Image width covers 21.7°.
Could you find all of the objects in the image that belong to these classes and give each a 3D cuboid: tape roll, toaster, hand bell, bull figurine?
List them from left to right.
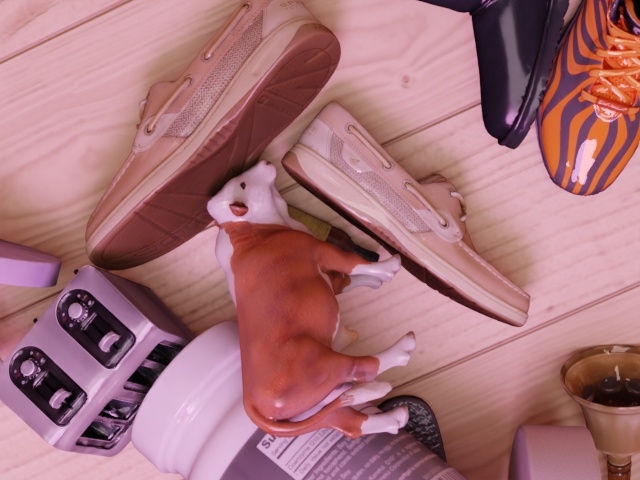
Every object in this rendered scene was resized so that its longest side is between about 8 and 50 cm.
[{"bbox_3d":[-0.226,0.128,1.725,0.110,0.186,0.168,42,93,20],"label":"toaster"},{"bbox_3d":[-0.014,0.061,1.645,0.188,0.310,0.101,3,144,-12],"label":"bull figurine"},{"bbox_3d":[0.229,0.377,1.665,0.072,0.392,0.392,2,104,2],"label":"tape roll"},{"bbox_3d":[0.321,0.246,1.792,0.126,0.126,0.242,-3,117,3],"label":"hand bell"}]

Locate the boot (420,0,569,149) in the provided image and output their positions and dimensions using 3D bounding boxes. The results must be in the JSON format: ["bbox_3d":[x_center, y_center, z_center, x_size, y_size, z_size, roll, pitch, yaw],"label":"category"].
[{"bbox_3d":[0.136,-0.233,1.663,0.207,0.094,0.246,14,98,-5],"label":"boot"}]

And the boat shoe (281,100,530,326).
[{"bbox_3d":[0.105,-0.025,1.716,0.302,0.109,0.098,37,84,-2],"label":"boat shoe"}]

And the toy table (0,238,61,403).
[{"bbox_3d":[-0.415,0.068,1.695,0.274,0.252,0.160,14,94,-14],"label":"toy table"}]

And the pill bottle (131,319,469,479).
[{"bbox_3d":[-0.002,0.255,1.689,0.363,0.210,0.210,37,104,18],"label":"pill bottle"}]

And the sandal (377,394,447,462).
[{"bbox_3d":[0.112,0.292,1.828,0.097,0.054,0.254,-6,94,-4],"label":"sandal"}]

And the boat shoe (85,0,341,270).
[{"bbox_3d":[-0.126,-0.112,1.708,0.341,0.122,0.110,-45,62,9],"label":"boat shoe"}]

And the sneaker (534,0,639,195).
[{"bbox_3d":[0.291,-0.186,1.626,0.125,0.180,0.321,13,104,-1],"label":"sneaker"}]

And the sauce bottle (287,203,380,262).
[{"bbox_3d":[0.000,0.000,1.756,0.128,0.042,0.042,25,104,-2],"label":"sauce bottle"}]
